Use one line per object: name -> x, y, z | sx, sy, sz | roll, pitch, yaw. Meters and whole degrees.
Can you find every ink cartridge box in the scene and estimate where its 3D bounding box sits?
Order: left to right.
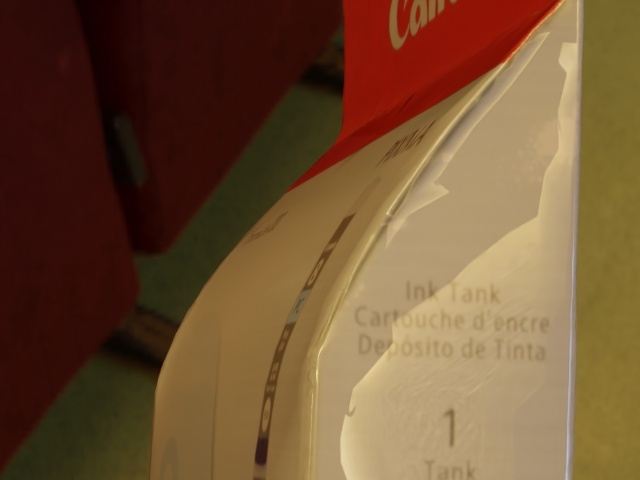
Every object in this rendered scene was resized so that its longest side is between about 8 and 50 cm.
ink cartridge box -> 0.000, 0.000, 0.630 | 0.091, 0.308, 0.385 | 2, 84, -12
